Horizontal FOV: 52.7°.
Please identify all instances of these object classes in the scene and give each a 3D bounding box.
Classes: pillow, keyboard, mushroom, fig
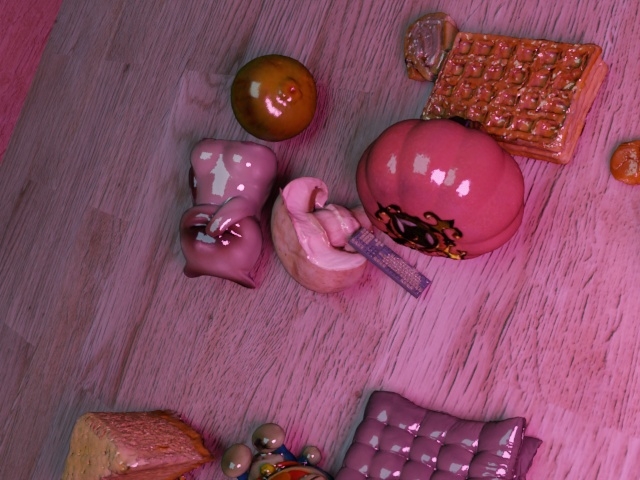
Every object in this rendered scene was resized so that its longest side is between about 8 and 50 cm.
[{"bbox_3d":[0.189,0.391,1.110,0.327,0.101,0.228,2,52,41],"label":"pillow"},{"bbox_3d":[0.137,0.042,1.282,0.176,0.055,0.014,40,141,11],"label":"keyboard"},{"bbox_3d":[0.000,0.000,1.387,0.253,0.195,0.189,61,146,17],"label":"mushroom"},{"bbox_3d":[-0.127,-0.341,1.564,0.230,0.207,0.207,4,79,39],"label":"fig"}]

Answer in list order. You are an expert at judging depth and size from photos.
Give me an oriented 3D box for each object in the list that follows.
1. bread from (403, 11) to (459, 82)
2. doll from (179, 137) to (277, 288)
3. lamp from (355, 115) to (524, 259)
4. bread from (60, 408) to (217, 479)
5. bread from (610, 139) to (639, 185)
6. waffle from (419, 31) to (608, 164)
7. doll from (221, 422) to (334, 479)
[{"bbox_3d":[0.238,-0.411,1.386,0.118,0.064,0.156,-17,64,35],"label":"bread"},{"bbox_3d":[-0.223,-0.089,1.556,0.215,0.226,0.369,8,74,5],"label":"doll"},{"bbox_3d":[0.218,-0.104,1.161,0.306,0.305,0.239,6,61,40],"label":"lamp"},{"bbox_3d":[-0.425,0.542,1.492,0.315,0.249,0.278,24,97,54],"label":"bread"},{"bbox_3d":[0.529,-0.129,1.075,0.083,0.046,0.080,30,98,39],"label":"bread"},{"bbox_3d":[0.360,-0.277,1.228,0.308,0.091,0.212,23,90,41],"label":"waffle"},{"bbox_3d":[-0.056,0.510,1.252,0.199,0.186,0.322,-31,34,-8],"label":"doll"}]
